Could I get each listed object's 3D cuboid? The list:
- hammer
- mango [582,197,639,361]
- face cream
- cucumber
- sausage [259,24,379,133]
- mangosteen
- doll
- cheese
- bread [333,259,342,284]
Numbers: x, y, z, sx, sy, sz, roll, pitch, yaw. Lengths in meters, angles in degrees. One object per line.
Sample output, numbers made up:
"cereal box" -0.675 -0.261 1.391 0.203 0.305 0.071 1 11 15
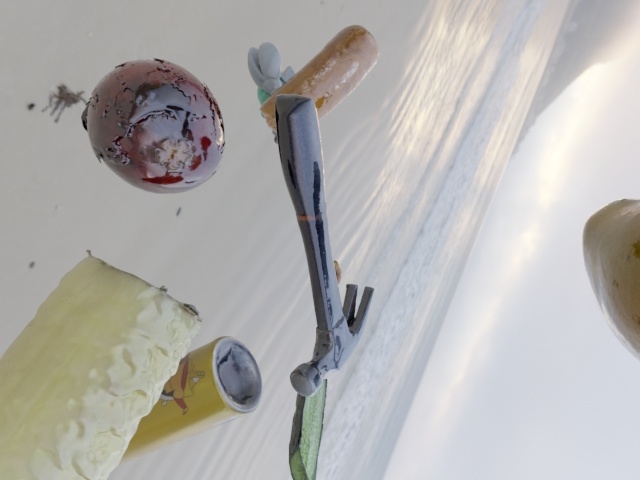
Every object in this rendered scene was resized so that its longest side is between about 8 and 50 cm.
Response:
"hammer" 0.000 0.000 0.507 0.137 0.037 0.289 -38 127 -49
"mango" 0.409 0.047 0.586 0.317 0.173 0.211 -81 155 -74
"face cream" -0.247 0.242 0.704 0.349 0.104 0.105 -27 178 21
"cucumber" -0.030 0.367 0.978 0.070 0.046 0.219 45 43 -48
"sausage" 0.006 -0.302 0.965 0.270 0.109 0.109 -45 160 -8
"mangosteen" -0.208 -0.143 0.636 0.166 0.180 0.166 -15 119 -29
"doll" -0.063 -0.331 1.162 0.153 0.258 0.195 -37 164 33
"cheese" -0.177 0.104 0.382 0.167 0.123 0.093 -60 157 -20
"bread" 0.030 0.095 1.454 0.083 0.046 0.080 -126 -135 -53
